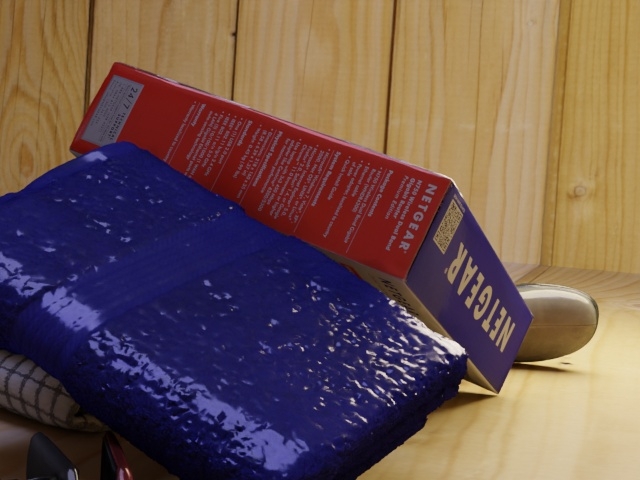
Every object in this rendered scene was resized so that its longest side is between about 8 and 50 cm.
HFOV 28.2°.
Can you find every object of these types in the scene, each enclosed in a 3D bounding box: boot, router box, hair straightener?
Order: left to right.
[{"bbox_3d":[-0.128,0.138,0.605,0.089,0.047,0.230,3,8,-15],"label":"hair straightener"},{"bbox_3d":[0.000,0.000,1.062,0.301,0.082,0.335,22,-11,25],"label":"router box"},{"bbox_3d":[0.154,0.099,1.259,0.246,0.083,0.161,-1,10,9],"label":"boot"}]

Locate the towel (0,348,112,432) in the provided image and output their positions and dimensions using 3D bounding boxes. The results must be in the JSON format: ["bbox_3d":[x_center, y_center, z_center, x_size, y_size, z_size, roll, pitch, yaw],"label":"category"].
[{"bbox_3d":[-0.160,0.064,1.018,0.235,0.121,0.283,8,5,39],"label":"towel"}]

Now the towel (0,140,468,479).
[{"bbox_3d":[-0.084,0.053,0.791,0.308,0.076,0.227,31,32,23],"label":"towel"}]
